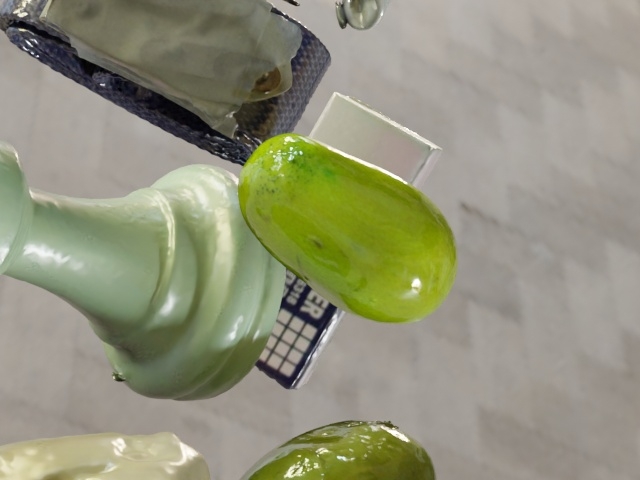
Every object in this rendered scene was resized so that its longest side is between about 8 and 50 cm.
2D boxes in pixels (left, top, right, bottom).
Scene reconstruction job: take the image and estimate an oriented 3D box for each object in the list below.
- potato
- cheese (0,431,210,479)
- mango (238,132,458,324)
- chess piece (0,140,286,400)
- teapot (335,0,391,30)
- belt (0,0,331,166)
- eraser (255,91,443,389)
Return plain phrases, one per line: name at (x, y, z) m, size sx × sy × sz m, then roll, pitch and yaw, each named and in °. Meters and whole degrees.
potato at (-0.018, 0.243, 1.444) m, size 0.148 × 0.253 × 0.186 m, roll 37°, pitch -17°, yaw 35°
cheese at (-0.189, 0.232, 1.107) m, size 0.247 × 0.174 × 0.251 m, roll -5°, pitch 22°, yaw 0°
mango at (0.018, -0.009, 1.208) m, size 0.163 × 0.117 × 0.089 m, roll 36°, pitch 73°, yaw -10°
chess piece at (-0.192, 0.005, 1.415) m, size 0.299 × 0.194 × 0.195 m, roll 19°, pitch 42°, yaw -38°
teapot at (0.090, -0.339, 1.173) m, size 0.252 × 0.424 × 0.280 m, roll 18°, pitch 13°, yaw 21°
belt at (-0.109, -0.155, 1.331) m, size 0.230 × 0.139 × 0.126 m, roll 29°, pitch 78°, yaw -3°
eraser at (0.000, 0.000, 1.872) m, size 0.130 × 0.287 × 0.086 m, roll 30°, pitch 5°, yaw 9°
